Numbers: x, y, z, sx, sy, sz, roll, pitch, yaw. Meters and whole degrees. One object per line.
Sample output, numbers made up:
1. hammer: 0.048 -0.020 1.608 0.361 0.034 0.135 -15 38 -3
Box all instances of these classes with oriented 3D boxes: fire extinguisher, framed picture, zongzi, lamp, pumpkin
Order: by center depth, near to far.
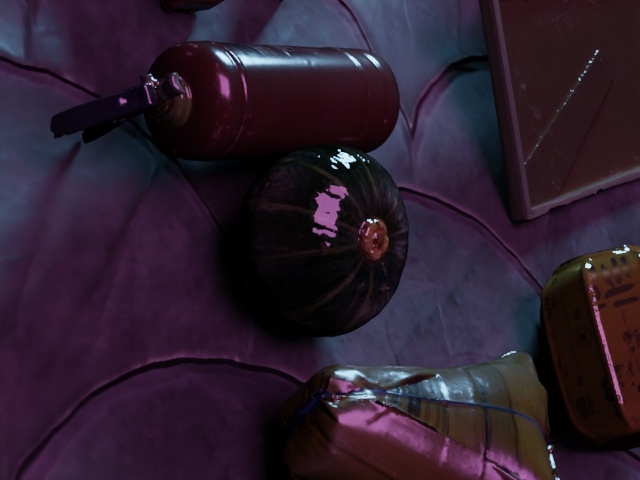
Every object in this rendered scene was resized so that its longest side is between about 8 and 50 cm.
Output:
1. pumpkin: 0.002 0.000 1.367 0.167 0.125 0.167 -6 96 -62
2. fire extinguisher: -0.081 -0.113 1.370 0.344 0.138 0.102 -7 77 -51
3. zongzi: 0.089 0.135 1.401 0.260 0.123 0.289 27 33 -17
4. lamp: 0.300 0.107 1.559 0.161 0.161 0.185 8 65 -39
5. framed picture: 0.294 -0.174 1.742 0.335 0.022 0.247 -19 103 -46

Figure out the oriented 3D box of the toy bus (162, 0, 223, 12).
1. toy bus: -0.131 -0.329 1.456 0.073 0.096 0.235 -5 71 -42
